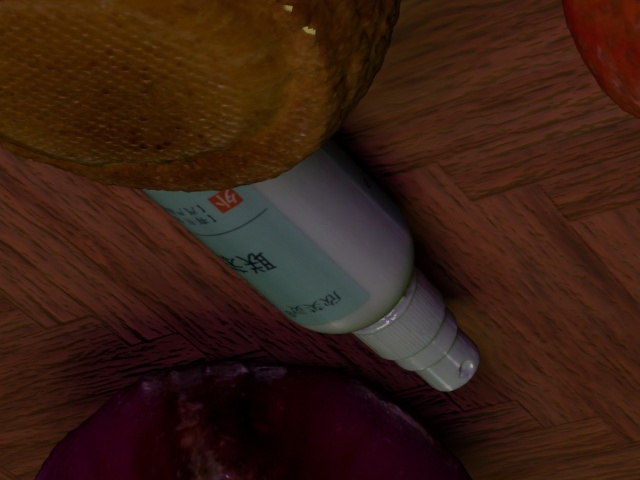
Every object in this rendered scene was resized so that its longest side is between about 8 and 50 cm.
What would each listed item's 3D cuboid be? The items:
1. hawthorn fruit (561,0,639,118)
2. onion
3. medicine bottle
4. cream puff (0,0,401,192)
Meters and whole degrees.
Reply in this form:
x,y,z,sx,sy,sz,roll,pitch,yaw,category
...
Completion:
x,y,z,sx,sy,sz,roll,pitch,yaw,category
0.219,-0.139,0.943,0.189,0.189,0.189,5,144,4,hawthorn fruit
-0.047,0.278,1.352,0.398,0.398,0.420,8,178,-1,onion
0.000,0.000,1.222,0.110,0.110,0.352,-17,138,31,medicine bottle
-0.099,-0.158,0.942,0.303,0.212,0.303,4,153,2,cream puff
